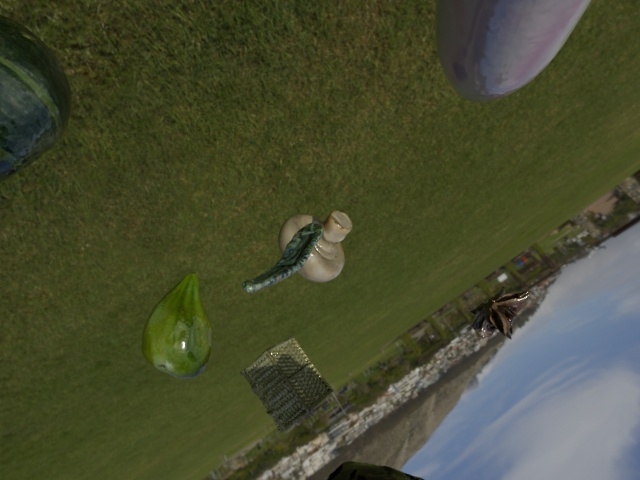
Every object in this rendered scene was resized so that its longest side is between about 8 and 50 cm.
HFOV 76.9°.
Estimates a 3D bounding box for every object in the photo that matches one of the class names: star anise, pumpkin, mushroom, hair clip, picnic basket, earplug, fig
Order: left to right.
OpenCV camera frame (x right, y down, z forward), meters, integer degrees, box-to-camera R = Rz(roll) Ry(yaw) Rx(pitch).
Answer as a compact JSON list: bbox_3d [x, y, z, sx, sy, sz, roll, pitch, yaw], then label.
[{"bbox_3d":[-0.287,-0.110,0.322,0.167,0.167,0.125,-30,124,-13],"label":"pumpkin"},{"bbox_3d":[-0.339,0.210,0.942,0.167,0.233,0.167,-11,-167,3],"label":"fig"},{"bbox_3d":[-0.101,0.396,1.110,0.154,0.196,0.134,-46,164,27],"label":"picnic basket"},{"bbox_3d":[-0.058,0.031,0.688,0.066,0.036,0.229,-1,-154,29],"label":"hair clip"},{"bbox_3d":[-0.014,-0.002,1.093,0.206,0.207,0.209,-3,119,-56],"label":"mushroom"},{"bbox_3d":[0.345,0.144,0.804,0.124,0.056,0.129,-54,-166,-22],"label":"star anise"},{"bbox_3d":[0.184,-0.238,0.385,0.172,0.172,0.301,-35,163,2],"label":"earplug"}]

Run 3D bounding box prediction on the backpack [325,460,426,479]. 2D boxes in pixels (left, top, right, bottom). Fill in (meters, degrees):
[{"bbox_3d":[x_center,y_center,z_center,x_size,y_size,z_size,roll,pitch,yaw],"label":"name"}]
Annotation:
[{"bbox_3d":[0.136,0.571,0.555,0.363,0.445,0.255,-46,-177,-30],"label":"backpack"}]
